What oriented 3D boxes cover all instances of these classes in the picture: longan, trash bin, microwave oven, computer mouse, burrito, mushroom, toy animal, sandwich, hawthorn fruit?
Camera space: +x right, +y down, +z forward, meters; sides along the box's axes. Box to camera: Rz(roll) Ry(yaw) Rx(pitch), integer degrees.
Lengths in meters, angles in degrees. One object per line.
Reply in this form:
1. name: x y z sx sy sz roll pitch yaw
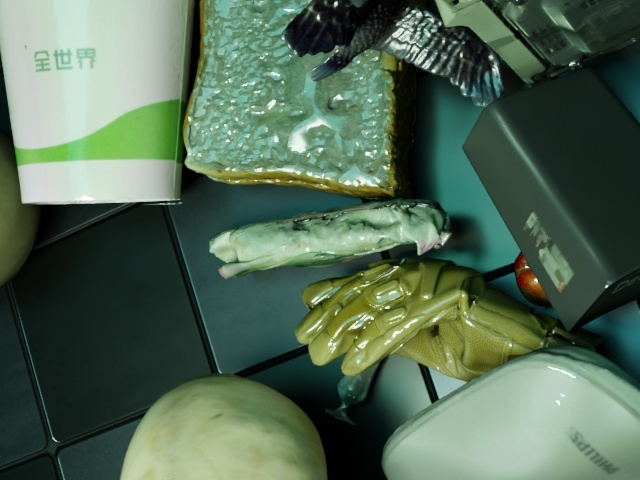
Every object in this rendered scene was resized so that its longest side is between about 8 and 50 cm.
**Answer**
1. longan: -0.460 -0.049 1.591 0.248 0.248 0.248 -2 84 23
2. trash bin: 0.270 -0.048 1.302 0.165 0.115 0.225 -21 68 -23
3. microwave oven: 0.244 -0.312 1.236 0.286 0.355 0.218 -22 75 18
4. computer mouse: 0.200 0.216 1.275 0.197 0.095 0.331 40 133 -12
5. burrito: 0.001 -0.002 1.440 0.309 0.096 0.066 -7 93 31
6. mushroom: -0.085 0.323 1.334 0.353 0.325 0.353 -6 75 21
7. toy animal: 0.049 -0.248 1.331 0.160 0.272 0.197 5 91 47
8. sandwich: -0.016 -0.204 1.466 0.271 0.099 0.301 6 87 13
9. hawthorn fruit: 0.238 0.033 1.360 0.077 0.077 0.077 -2 84 23

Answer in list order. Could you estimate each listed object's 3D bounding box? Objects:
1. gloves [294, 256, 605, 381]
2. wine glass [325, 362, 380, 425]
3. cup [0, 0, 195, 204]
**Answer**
1. gloves: 0.132 0.091 1.360 0.331 0.154 0.141 18 108 18
2. wine glass: 0.041 0.165 1.454 0.042 0.039 0.083 27 90 2
3. cup: -0.260 -0.177 1.513 0.253 0.253 0.274 -3 90 23
